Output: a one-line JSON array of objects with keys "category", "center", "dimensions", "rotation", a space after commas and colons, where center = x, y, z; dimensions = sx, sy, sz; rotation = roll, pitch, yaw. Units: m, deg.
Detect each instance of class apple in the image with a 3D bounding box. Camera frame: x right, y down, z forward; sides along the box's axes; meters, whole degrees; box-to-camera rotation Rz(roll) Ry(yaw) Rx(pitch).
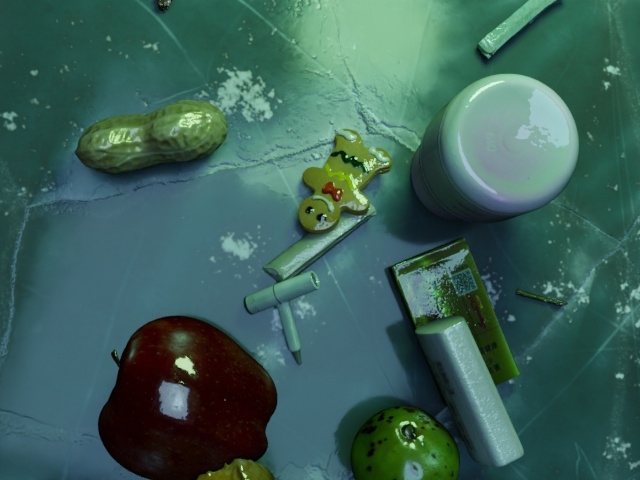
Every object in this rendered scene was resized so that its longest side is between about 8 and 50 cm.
[{"category": "apple", "center": [-0.244, 0.295, 1.260], "dimensions": [0.317, 0.288, 0.288], "rotation": [29, 81, -14]}]

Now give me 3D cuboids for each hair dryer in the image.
[{"category": "hair dryer", "center": [-0.047, 0.166, 1.397], "dimensions": [0.155, 0.044, 0.183], "rotation": [-23, 102, 18]}]

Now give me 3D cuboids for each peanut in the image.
[{"category": "peanut", "center": [-0.329, -0.201, 1.363], "dimensions": [0.299, 0.136, 0.120], "rotation": [-14, 90, -8]}]

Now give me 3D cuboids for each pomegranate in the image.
[{"category": "pomegranate", "center": [0.160, 0.442, 1.350], "dimensions": [0.211, 0.211, 0.263], "rotation": [-1, 126, -8]}]

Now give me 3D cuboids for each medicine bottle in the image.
[{"category": "medicine bottle", "center": [0.318, -0.159, 1.351], "dimensions": [0.256, 0.325, 0.256], "rotation": [1, 85, -6]}]

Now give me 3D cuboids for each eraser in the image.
[{"category": "eraser", "center": [0.281, 0.283, 1.334], "dimensions": [0.095, 0.174, 0.270], "rotation": [-25, 89, -7]}]

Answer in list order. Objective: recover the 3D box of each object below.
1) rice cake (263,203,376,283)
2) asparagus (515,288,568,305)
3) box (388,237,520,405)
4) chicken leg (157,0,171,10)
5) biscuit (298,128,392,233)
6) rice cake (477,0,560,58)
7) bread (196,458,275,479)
[{"category": "rice cake", "center": [0.000, 0.000, 1.429], "dimensions": [0.256, 0.052, 0.057], "rotation": [-38, 87, -10]}, {"category": "asparagus", "center": [0.476, 0.124, 1.499], "dimensions": [0.114, 0.015, 0.014], "rotation": [14, 81, -5]}, {"category": "box", "center": [0.279, 0.168, 1.454], "dimensions": [0.173, 0.043, 0.311], "rotation": [-22, 88, -9]}, {"category": "chicken leg", "center": [-0.321, -0.520, 1.454], "dimensions": [0.036, 0.021, 0.083], "rotation": [5, 83, 2]}, {"category": "biscuit", "center": [0.039, -0.117, 1.427], "dimensions": [0.158, 0.035, 0.240], "rotation": [29, 73, 15]}, {"category": "rice cake", "center": [0.446, -0.490, 1.543], "dimensions": [0.245, 0.042, 0.045], "rotation": [-40, 88, -9]}, {"category": "bread", "center": [-0.134, 0.544, 1.203], "dimensions": [0.194, 0.340, 0.179], "rotation": [-13, 43, -11]}]
